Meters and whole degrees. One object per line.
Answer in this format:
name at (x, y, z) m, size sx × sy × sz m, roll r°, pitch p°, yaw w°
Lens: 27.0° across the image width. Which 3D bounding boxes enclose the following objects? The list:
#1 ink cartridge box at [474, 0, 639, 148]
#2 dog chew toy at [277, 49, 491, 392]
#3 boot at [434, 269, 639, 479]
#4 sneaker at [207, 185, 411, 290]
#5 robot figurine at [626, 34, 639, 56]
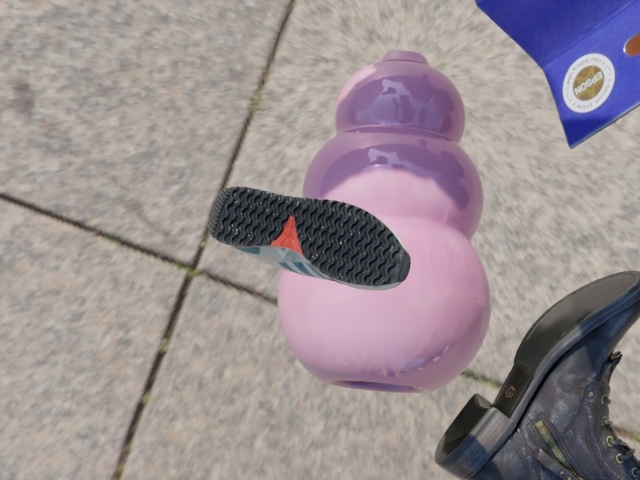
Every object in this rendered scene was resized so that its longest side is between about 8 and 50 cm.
ink cartridge box at (0.149, -0.254, 0.787) m, size 0.176 × 0.069 × 0.370 m, roll -35°, pitch 56°, yaw 34°
dog chew toy at (0.070, -0.022, 1.300) m, size 0.207 × 0.206 × 0.331 m, roll 6°, pitch 79°, yaw 3°
boot at (0.252, 0.181, 1.162) m, size 0.229 × 0.091 × 0.263 m, roll 41°, pitch 99°, yaw -7°
sneaker at (0.000, 0.000, 0.993) m, size 0.161 × 0.075 × 0.057 m, roll 14°, pitch 85°, yaw 23°
robot figurine at (0.368, -0.220, 1.298) m, size 0.219 × 0.158 × 0.128 m, roll 11°, pitch 97°, yaw -9°
